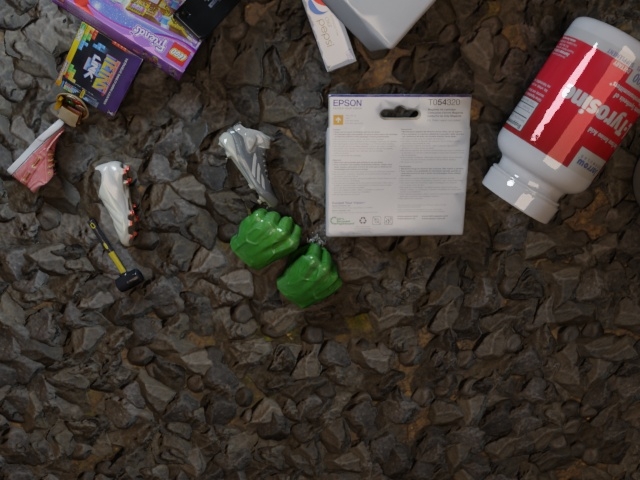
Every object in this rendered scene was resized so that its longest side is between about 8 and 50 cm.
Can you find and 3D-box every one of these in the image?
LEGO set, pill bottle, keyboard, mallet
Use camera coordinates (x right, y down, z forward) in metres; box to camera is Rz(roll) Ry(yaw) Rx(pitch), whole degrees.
[{"bbox_3d":[-0.001,-0.003,1.792,0.054,0.023,0.083,40,102,-16],"label":"LEGO set"},{"bbox_3d":[0.535,-0.251,1.632,0.229,0.229,0.407,28,106,-13],"label":"pill bottle"},{"bbox_3d":[-0.229,-0.501,1.539,0.108,0.023,0.180,43,69,-17],"label":"keyboard"},{"bbox_3d":[-0.480,0.029,1.769,0.062,0.039,0.189,-21,106,4],"label":"mallet"}]

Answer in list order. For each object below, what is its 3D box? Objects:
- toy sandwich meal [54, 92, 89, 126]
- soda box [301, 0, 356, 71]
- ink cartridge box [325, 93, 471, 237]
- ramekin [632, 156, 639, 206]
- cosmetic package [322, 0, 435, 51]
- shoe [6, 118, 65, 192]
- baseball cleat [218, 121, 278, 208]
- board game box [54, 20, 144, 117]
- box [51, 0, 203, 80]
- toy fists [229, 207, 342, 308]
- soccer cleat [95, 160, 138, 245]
[{"bbox_3d":[-0.542,-0.284,1.636,0.085,0.029,0.085,16,148,10],"label":"toy sandwich meal"},{"bbox_3d":[0.008,-0.473,1.600,0.069,0.074,0.216,-20,109,2],"label":"soda box"},{"bbox_3d":[0.173,-0.172,1.722,0.324,0.071,0.330,0,106,-4],"label":"ink cartridge box"},{"bbox_3d":[0.868,-0.136,1.744,0.277,0.135,0.277,-1,110,-3],"label":"ramekin"},{"bbox_3d":[0.193,-0.616,1.476,0.230,0.161,0.453,43,90,-16],"label":"cosmetic package"},{"bbox_3d":[-0.607,-0.185,1.670,0.178,0.063,0.081,-40,109,16],"label":"shoe"},{"bbox_3d":[-0.137,-0.173,1.699,0.109,0.072,0.206,-37,112,2],"label":"baseball cleat"},{"bbox_3d":[-0.462,-0.365,1.592,0.141,0.048,0.170,31,125,-12],"label":"board game box"},{"bbox_3d":[-0.362,-0.490,1.532,0.293,0.057,0.201,31,73,-13],"label":"box"},{"bbox_3d":[-0.069,0.035,1.754,0.279,0.096,0.142,43,128,-16],"label":"toy fists"},{"bbox_3d":[-0.463,-0.083,1.716,0.076,0.068,0.196,-4,103,3],"label":"soccer cleat"}]
